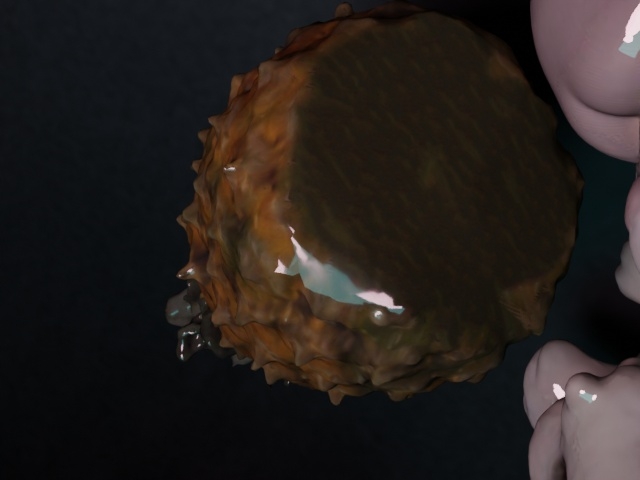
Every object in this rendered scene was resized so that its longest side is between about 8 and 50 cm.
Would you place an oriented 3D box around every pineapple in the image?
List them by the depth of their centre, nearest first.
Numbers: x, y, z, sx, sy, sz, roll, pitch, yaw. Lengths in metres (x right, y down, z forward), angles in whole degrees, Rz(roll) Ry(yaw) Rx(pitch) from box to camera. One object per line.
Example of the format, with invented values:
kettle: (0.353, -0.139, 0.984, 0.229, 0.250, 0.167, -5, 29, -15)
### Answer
pineapple: (0.000, 0.000, 0.531, 0.108, 0.108, 0.197, 45, 161, -5)

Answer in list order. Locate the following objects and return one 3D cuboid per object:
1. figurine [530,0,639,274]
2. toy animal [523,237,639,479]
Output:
figurine: (0.112, -0.028, 0.431, 0.112, 0.229, 0.137, -11, 150, 10)
toy animal: (0.095, 0.089, 0.487, 0.131, 0.221, 0.104, 49, 130, -9)
